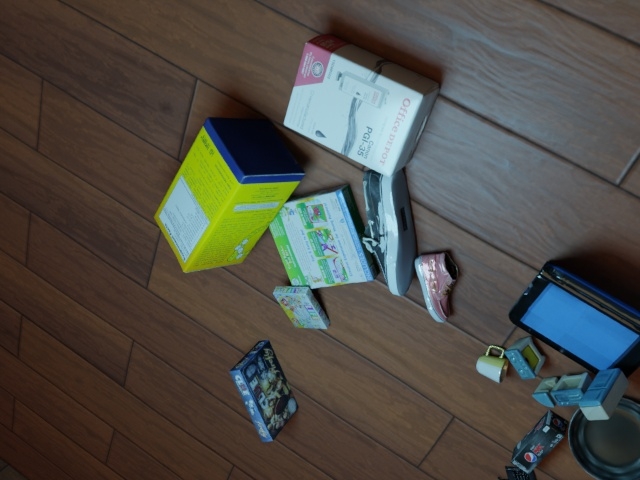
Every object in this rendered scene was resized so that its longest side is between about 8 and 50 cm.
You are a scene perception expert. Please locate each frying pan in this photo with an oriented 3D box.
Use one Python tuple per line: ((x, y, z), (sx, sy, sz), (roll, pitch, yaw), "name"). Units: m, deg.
((0.713, 0.406, 1.432), (0.197, 0.053, 0.326), (45, 102, 23), "frying pan")

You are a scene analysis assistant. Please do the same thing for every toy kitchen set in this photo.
((0.530, 0.299, 1.406), (0.166, 0.122, 0.207), (55, 143, -5), "toy kitchen set")

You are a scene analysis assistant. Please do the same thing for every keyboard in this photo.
((0.533, 0.688, 1.684), (0.100, 0.038, 0.191), (-10, 107, 32), "keyboard")

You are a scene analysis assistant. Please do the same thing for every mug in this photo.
((0.421, 0.303, 1.551), (0.064, 0.078, 0.062), (15, 153, 32), "mug")

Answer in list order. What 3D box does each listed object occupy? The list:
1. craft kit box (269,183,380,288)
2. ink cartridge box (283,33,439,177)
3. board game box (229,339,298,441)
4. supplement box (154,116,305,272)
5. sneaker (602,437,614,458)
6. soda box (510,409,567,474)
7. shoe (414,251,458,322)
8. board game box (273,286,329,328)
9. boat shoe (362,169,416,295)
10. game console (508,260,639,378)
((0.000, 0.000, 1.625), (0.247, 0.061, 0.249), (-11, 108, 30), "craft kit box")
((0.087, -0.298, 1.390), (0.283, 0.117, 0.207), (28, 124, 14), "ink cartridge box")
((-0.162, 0.440, 1.862), (0.042, 0.165, 0.243), (-13, 107, 33), "board game box")
((-0.235, -0.110, 1.578), (0.356, 0.195, 0.194), (-51, 62, 36), "supplement box")
((0.724, 0.535, 1.497), (0.089, 0.051, 0.170), (-11, 104, 22), "sneaker")
((0.541, 0.501, 1.572), (0.053, 0.060, 0.168), (32, 124, 10), "soda box")
((0.292, 0.112, 1.513), (0.081, 0.063, 0.177), (-13, 103, 38), "shoe")
((-0.051, 0.183, 1.723), (0.104, 0.026, 0.154), (-2, 136, 30), "board game box")
((0.151, -0.019, 1.498), (0.105, 0.113, 0.306), (3, 112, 35), "boat shoe")
((0.570, 0.190, 1.342), (0.293, 0.250, 0.173), (31, 98, 11), "game console")
